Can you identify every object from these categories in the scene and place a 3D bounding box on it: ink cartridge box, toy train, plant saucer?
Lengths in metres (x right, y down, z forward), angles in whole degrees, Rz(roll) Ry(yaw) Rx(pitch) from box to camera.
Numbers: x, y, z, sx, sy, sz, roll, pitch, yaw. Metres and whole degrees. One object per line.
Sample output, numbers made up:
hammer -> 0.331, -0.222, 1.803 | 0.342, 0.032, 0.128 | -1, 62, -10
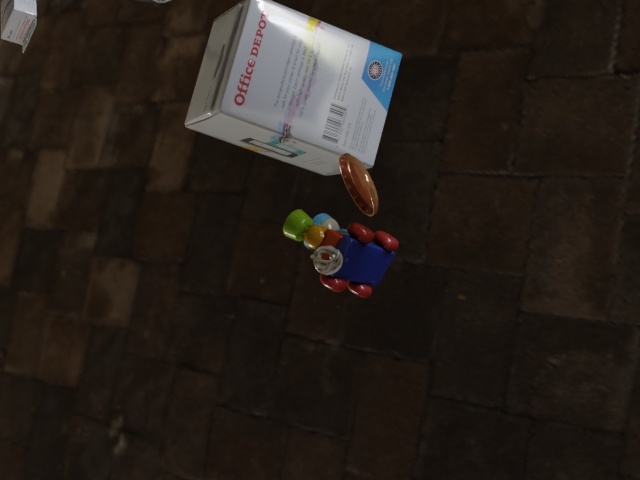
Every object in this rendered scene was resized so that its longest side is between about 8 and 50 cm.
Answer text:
ink cartridge box -> -0.354, -0.266, 1.333 | 0.048, 0.028, 0.083 | -53, 37, 37
toy train -> 0.000, 0.000, 1.697 | 0.143, 0.248, 0.105 | 33, 98, 29
plant saucer -> 0.049, -0.069, 1.391 | 0.013, 0.083, 0.083 | -28, 45, -12
ink cartridge box -> -0.048, -0.243, 1.839 | 0.197, 0.270, 0.198 | -3, 70, 67

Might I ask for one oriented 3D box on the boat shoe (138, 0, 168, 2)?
boat shoe -> -0.203, -0.422, 1.639 | 0.076, 0.080, 0.229 | -1, 51, 39
